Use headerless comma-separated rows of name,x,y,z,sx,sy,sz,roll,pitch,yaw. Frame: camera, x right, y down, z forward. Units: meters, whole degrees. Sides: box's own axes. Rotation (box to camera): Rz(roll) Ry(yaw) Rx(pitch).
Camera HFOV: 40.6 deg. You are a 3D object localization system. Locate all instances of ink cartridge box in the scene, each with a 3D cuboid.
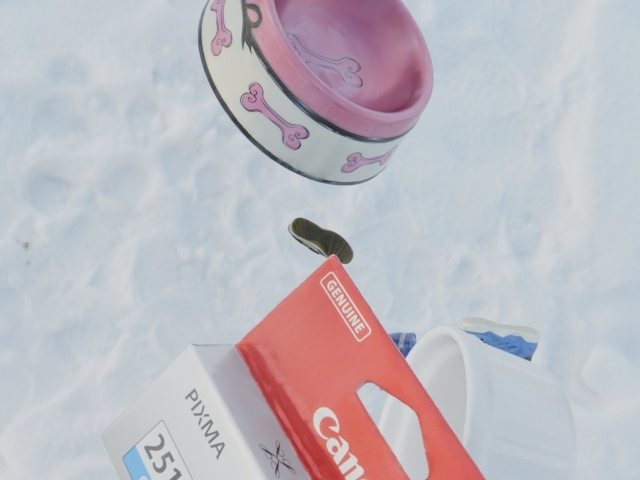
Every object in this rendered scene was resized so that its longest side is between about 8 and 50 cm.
ink cartridge box,-0.019,0.200,0.668,0.066,0.261,0.296,9,42,-57

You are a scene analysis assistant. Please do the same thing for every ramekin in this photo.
ramekin,0.161,0.244,0.950,0.135,0.277,0.277,17,62,-10

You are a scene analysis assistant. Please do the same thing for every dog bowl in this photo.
dog bowl,0.014,-0.302,1.410,0.408,0.150,0.408,21,52,-29

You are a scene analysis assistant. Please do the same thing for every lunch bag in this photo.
lunch bag,0.129,0.198,1.385,0.065,0.067,0.098,-2,104,17

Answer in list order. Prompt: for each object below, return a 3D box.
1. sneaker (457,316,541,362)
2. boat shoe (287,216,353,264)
sneaker,0.305,0.186,1.509,0.152,0.058,0.085,10,101,-16
boat shoe,0.000,0.000,1.797,0.152,0.049,0.056,34,76,-15
